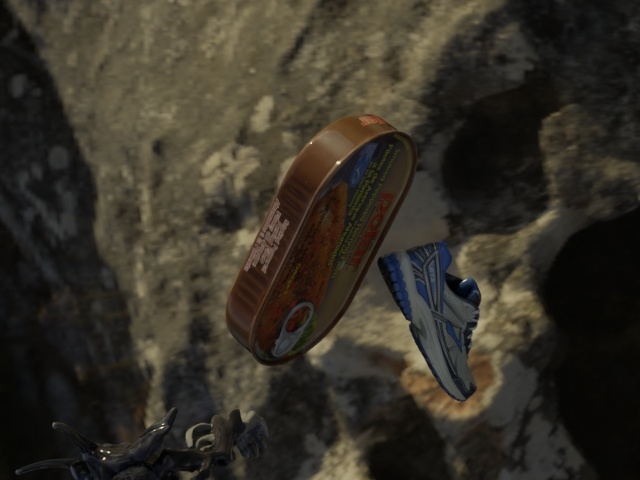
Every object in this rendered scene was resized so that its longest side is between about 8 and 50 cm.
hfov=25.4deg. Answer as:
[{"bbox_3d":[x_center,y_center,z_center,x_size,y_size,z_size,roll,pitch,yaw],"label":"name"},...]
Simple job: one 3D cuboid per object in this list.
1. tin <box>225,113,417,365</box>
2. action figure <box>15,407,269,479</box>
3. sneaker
[{"bbox_3d":[0.000,0.000,0.960,0.040,0.106,0.189,41,115,32],"label":"tin"},{"bbox_3d":[-0.090,0.216,1.058,0.276,0.141,0.164,38,101,-7],"label":"action figure"},{"bbox_3d":[0.091,0.057,0.998,0.058,0.052,0.135,-27,122,0],"label":"sneaker"}]
